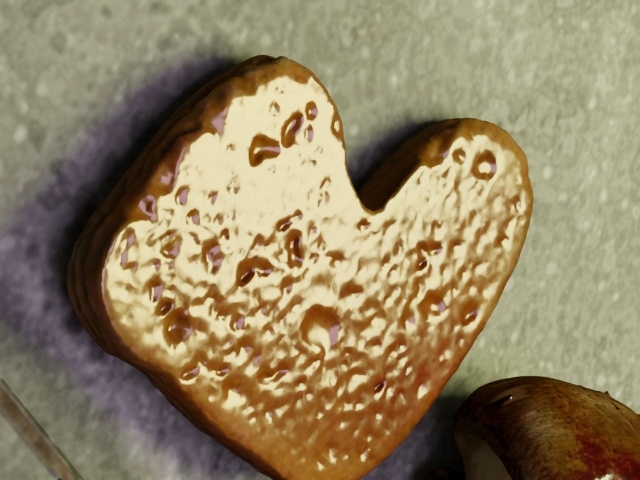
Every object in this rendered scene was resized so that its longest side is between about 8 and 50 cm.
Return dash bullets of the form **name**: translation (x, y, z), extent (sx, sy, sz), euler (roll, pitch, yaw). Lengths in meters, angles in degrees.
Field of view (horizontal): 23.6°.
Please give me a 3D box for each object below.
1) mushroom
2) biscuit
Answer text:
- **mushroom**: translation (0.170, 0.193, 1.003), extent (0.138, 0.194, 0.231), euler (-31, 133, -27)
- **biscuit**: translation (-0.001, 0.000, 0.893), extent (0.277, 0.052, 0.262), euler (42, 72, -39)
